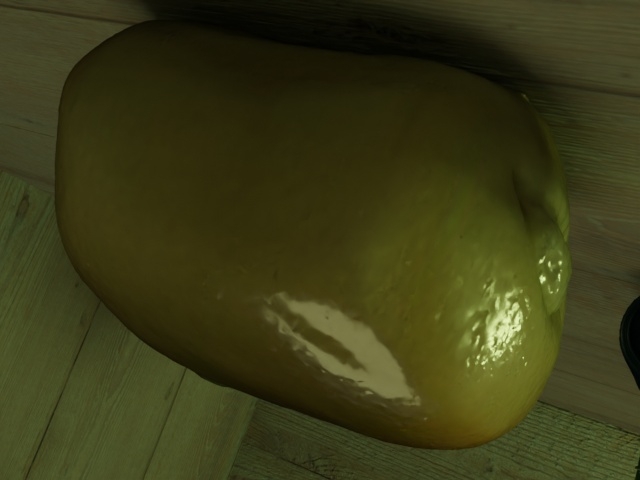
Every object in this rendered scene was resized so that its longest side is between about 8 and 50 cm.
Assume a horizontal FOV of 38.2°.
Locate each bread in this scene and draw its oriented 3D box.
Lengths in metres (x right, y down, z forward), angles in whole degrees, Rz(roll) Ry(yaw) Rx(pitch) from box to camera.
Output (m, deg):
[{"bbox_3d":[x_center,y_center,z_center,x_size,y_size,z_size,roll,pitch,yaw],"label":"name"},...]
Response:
[{"bbox_3d":[0.000,0.000,0.698,0.376,0.253,0.348,15,166,24],"label":"bread"}]

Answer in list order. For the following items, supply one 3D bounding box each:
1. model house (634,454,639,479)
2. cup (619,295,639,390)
[{"bbox_3d":[0.690,0.389,1.525,0.312,0.243,0.358,16,169,14],"label":"model house"},{"bbox_3d":[0.388,0.104,0.960,0.113,0.150,0.138,56,-171,31],"label":"cup"}]
